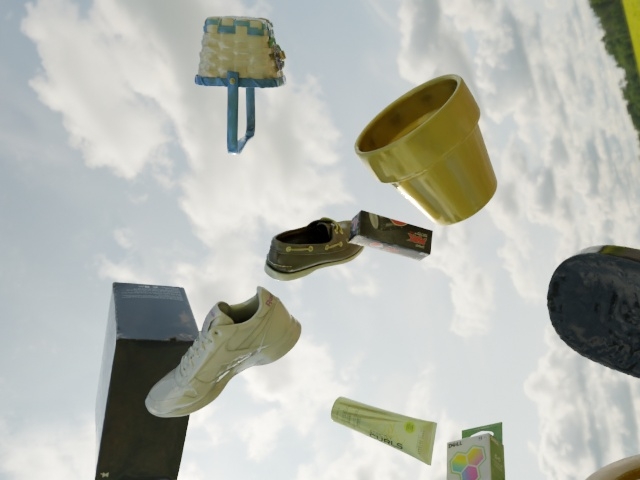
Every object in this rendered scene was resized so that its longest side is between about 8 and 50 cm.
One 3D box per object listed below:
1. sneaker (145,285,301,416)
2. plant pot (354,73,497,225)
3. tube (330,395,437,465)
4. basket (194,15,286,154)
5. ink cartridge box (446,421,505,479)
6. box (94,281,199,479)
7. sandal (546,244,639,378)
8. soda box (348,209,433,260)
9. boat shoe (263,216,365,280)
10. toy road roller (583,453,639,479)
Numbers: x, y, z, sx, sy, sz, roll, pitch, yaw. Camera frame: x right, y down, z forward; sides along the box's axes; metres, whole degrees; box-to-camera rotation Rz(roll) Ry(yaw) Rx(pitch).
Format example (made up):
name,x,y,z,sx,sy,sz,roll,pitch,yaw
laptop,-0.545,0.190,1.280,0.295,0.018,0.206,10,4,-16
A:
name,x,y,z,sx,sy,sz,roll,pitch,yaw
sneaker,-0.191,0.190,1.025,0.152,0.305,0.114,58,176,-29
plant pot,0.237,-0.169,1.192,0.239,0.254,0.254,51,-142,-21
tube,0.135,0.400,1.251,0.062,0.240,0.070,-52,-42,-35
basket,-0.179,-0.358,1.319,0.255,0.201,0.289,-88,4,-67
ink cartridge box,0.330,0.477,1.231,0.062,0.109,0.209,42,-141,-25
box,-0.403,0.313,1.322,0.179,0.312,0.343,7,-75,-22
sandal,0.392,0.116,0.471,0.107,0.445,0.168,-25,-66,-37
soda box,0.148,-0.009,1.210,0.169,0.053,0.060,15,-112,-15
boat shoe,0.003,0.002,1.325,0.305,0.109,0.091,-21,-48,-40
toy road roller,0.265,0.315,0.514,0.240,0.329,0.202,5,-115,-75
